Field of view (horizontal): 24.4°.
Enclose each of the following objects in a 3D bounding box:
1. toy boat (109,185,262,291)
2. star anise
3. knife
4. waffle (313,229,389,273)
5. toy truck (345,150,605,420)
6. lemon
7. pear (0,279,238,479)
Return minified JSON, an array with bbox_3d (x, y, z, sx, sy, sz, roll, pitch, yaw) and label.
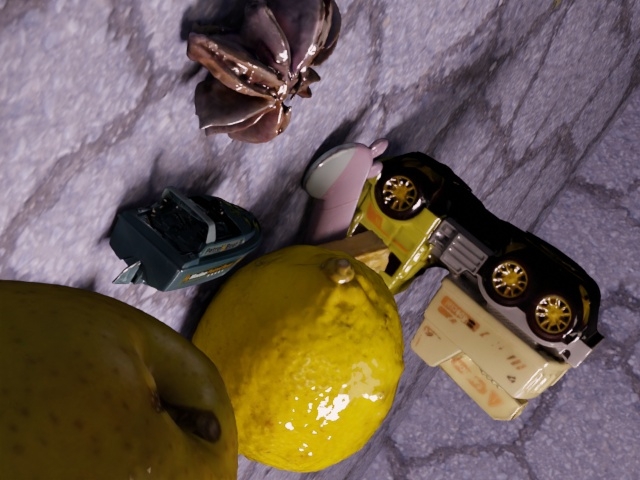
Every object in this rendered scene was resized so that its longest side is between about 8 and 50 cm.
[{"bbox_3d":[-0.125,-0.010,1.546,0.103,0.093,0.246,-54,166,20],"label":"toy boat"},{"bbox_3d":[-0.055,-0.179,1.437,0.229,0.093,0.236,-57,162,25],"label":"star anise"},{"bbox_3d":[0.000,0.000,2.036,0.132,0.038,0.398,-19,146,-28],"label":"knife"},{"bbox_3d":[-0.012,0.101,2.072,0.168,0.057,0.274,-16,145,-27],"label":"waffle"},{"bbox_3d":[0.205,0.064,2.134,0.254,0.405,0.181,-54,167,16],"label":"toy truck"},{"bbox_3d":[-0.023,0.142,1.846,0.322,0.268,0.268,-54,167,29],"label":"lemon"},{"bbox_3d":[-0.259,0.205,1.098,0.418,0.362,0.362,-33,169,12],"label":"pear"}]
